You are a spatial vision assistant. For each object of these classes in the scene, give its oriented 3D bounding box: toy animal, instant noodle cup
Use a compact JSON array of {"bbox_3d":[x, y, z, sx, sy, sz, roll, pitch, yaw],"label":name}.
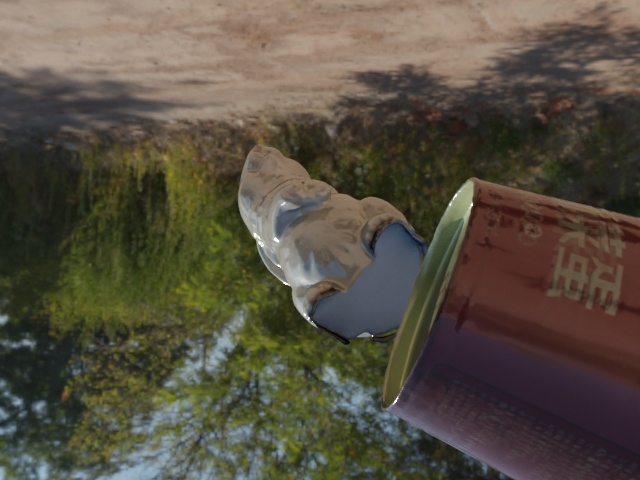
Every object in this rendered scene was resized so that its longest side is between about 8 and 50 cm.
[{"bbox_3d":[0.000,0.000,0.996,0.357,0.194,0.257,38,166,51],"label":"toy animal"},{"bbox_3d":[0.157,0.069,0.490,0.179,0.234,0.235,21,179,2],"label":"instant noodle cup"}]
